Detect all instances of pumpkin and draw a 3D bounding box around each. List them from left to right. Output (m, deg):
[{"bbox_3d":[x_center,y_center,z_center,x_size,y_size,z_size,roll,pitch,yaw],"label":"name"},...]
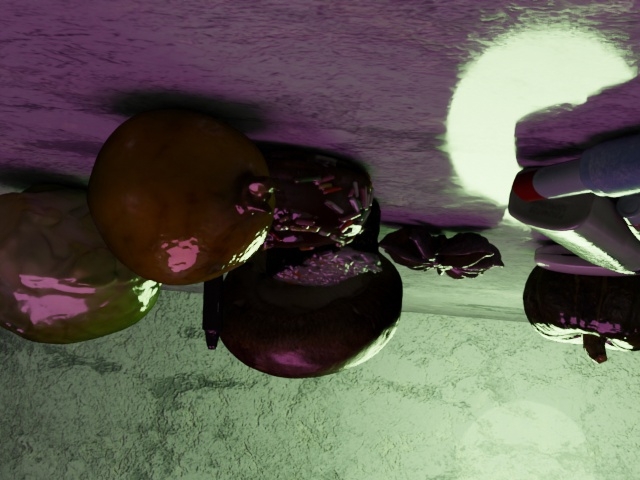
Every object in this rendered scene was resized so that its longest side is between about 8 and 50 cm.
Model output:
[{"bbox_3d":[0.494,0.126,1.983,0.260,0.189,0.260,5,170,1],"label":"pumpkin"}]

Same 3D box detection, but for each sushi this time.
[{"bbox_3d":[0.000,0.000,1.721,0.136,0.126,0.225,11,169,-28],"label":"sushi"}]

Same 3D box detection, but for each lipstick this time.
[{"bbox_3d":[0.305,-0.075,1.202,0.068,0.061,0.274,8,171,-26],"label":"lipstick"}]

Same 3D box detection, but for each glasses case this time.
[{"bbox_3d":[0.454,0.033,1.852,0.194,0.049,0.074,2,170,23],"label":"glasses case"}]

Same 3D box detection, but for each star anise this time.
[{"bbox_3d":[0.203,0.021,1.881,0.212,0.073,0.197,9,168,4],"label":"star anise"}]

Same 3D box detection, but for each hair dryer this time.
[{"bbox_3d":[-0.158,0.055,1.789,0.114,0.247,0.070,2,180,20],"label":"hair dryer"}]

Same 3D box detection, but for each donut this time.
[{"bbox_3d":[-0.056,-0.048,1.482,0.270,0.103,0.269,2,169,0],"label":"donut"}]

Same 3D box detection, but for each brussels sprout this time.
[{"bbox_3d":[-0.425,0.030,1.852,0.344,0.268,0.344,-3,151,-2],"label":"brussels sprout"}]

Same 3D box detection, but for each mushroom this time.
[{"bbox_3d":[-0.018,0.105,1.919,0.345,0.345,0.239,6,147,4],"label":"mushroom"}]

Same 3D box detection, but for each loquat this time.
[{"bbox_3d":[-0.143,-0.050,1.254,0.246,0.213,0.213,-2,168,41],"label":"loquat"}]

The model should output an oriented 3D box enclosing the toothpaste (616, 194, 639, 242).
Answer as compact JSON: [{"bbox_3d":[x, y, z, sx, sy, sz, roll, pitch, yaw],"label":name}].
[{"bbox_3d":[0.427,-0.006,1.439,0.056,0.036,0.205,34,178,38],"label":"toothpaste"}]

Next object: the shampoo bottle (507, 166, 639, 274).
[{"bbox_3d":[0.351,-0.021,1.486,0.134,0.078,0.359,12,176,31],"label":"shampoo bottle"}]
